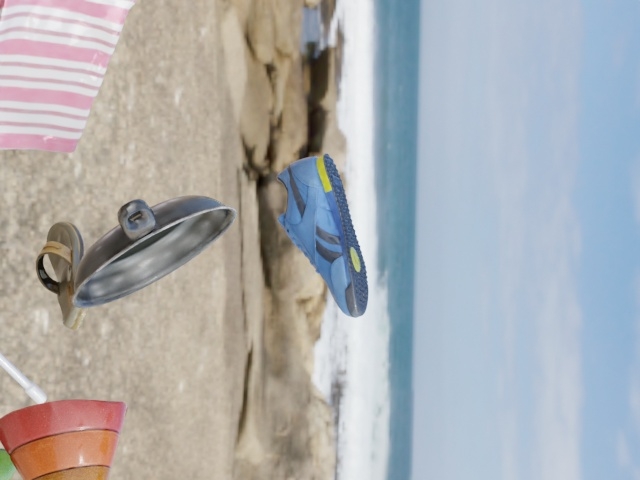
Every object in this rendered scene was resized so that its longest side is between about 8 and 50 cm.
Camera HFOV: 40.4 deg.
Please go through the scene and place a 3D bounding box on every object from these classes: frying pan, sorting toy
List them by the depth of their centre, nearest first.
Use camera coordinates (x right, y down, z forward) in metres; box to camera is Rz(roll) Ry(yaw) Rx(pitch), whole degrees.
[{"bbox_3d":[-0.331,0.265,0.830,0.127,0.366,0.126,28,42,-58],"label":"sorting toy"},{"bbox_3d":[-0.197,0.009,0.871,0.053,0.197,0.326,58,12,9],"label":"frying pan"}]

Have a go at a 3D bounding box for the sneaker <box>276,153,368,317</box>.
[{"bbox_3d":[0.000,0.000,1.052,0.069,0.082,0.209,31,41,-68],"label":"sneaker"}]

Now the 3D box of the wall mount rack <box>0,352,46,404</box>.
[{"bbox_3d":[-0.548,0.191,1.137,0.130,0.350,0.304,69,11,17],"label":"wall mount rack"}]

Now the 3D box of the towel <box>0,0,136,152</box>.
[{"bbox_3d":[-0.265,-0.165,0.837,0.144,0.029,0.197,-9,138,-51],"label":"towel"}]

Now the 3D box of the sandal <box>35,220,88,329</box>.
[{"bbox_3d":[-0.312,0.035,1.034,0.072,0.049,0.180,-63,-146,27],"label":"sandal"}]
